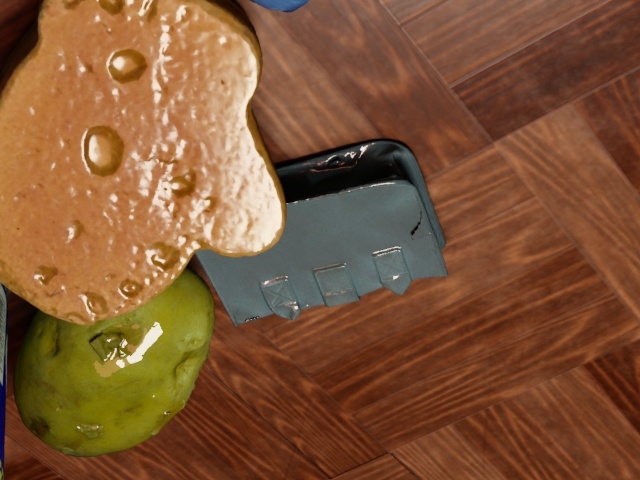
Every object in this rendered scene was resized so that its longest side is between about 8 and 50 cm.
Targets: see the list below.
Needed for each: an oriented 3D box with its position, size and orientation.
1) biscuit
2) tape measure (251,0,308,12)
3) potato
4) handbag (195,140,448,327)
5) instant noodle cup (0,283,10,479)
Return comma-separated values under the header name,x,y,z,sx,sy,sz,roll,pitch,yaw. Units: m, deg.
name,x,y,z,sx,sy,sz,roll,pitch,yaw
biscuit,-0.161,-0.077,1.396,0.287,0.057,0.344,19,113,-12
tape measure,-0.019,-0.298,1.117,0.138,0.262,0.259,30,125,-15
potato,-0.207,0.110,1.562,0.253,0.149,0.186,-43,141,23
handbag,0.000,0.000,1.524,0.229,0.062,0.179,-14,135,11
instant noodle cup,-0.409,0.133,1.455,0.284,0.312,0.284,-1,132,-1
